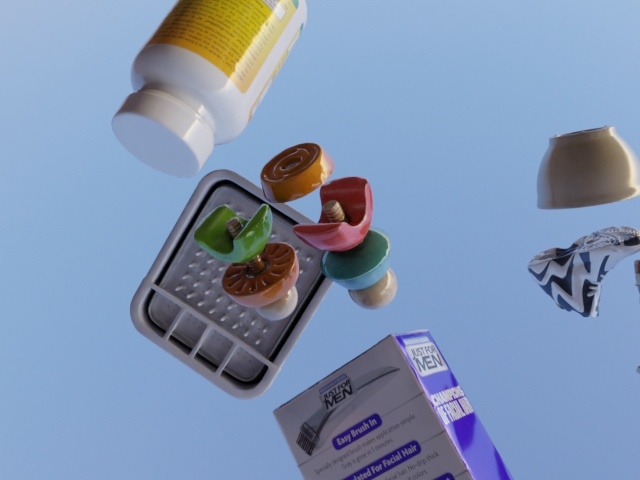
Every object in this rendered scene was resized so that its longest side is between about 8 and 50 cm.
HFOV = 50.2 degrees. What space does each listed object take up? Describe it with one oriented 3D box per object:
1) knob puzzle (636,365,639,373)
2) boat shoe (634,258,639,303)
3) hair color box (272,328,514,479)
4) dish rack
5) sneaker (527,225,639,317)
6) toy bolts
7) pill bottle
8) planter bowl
[{"bbox_3d":[0.628,0.250,1.079,0.213,0.213,0.030,18,-114,36],"label":"knob puzzle"},{"bbox_3d":[0.714,0.033,1.212,0.324,0.123,0.119,-25,-104,36],"label":"boat shoe"},{"bbox_3d":[0.108,0.286,0.723,0.185,0.110,0.338,-37,-110,25],"label":"hair color box"},{"bbox_3d":[-0.141,0.074,1.179,0.286,0.072,0.332,33,-79,7],"label":"dish rack"},{"bbox_3d":[0.535,0.073,1.321,0.235,0.153,0.094,-26,-170,39],"label":"sneaker"},{"bbox_3d":[0.000,0.000,0.848,0.229,0.158,0.218,4,-136,40],"label":"toy bolts"},{"bbox_3d":[-0.104,-0.165,0.643,0.118,0.117,0.208,9,-120,31],"label":"pill bottle"},{"bbox_3d":[0.409,-0.116,1.050,0.162,0.109,0.162,-11,-172,2],"label":"planter bowl"}]
